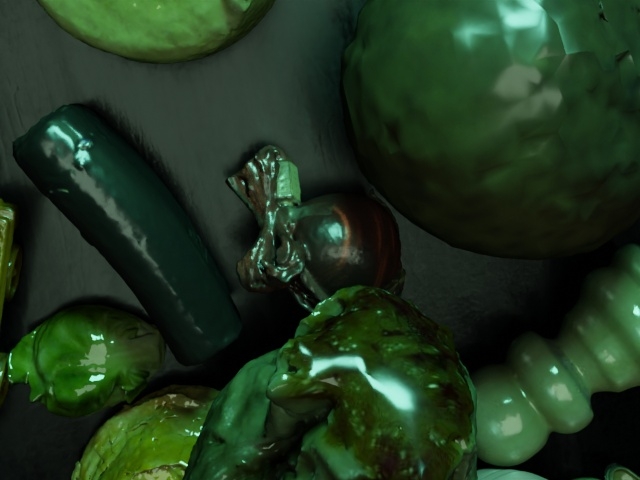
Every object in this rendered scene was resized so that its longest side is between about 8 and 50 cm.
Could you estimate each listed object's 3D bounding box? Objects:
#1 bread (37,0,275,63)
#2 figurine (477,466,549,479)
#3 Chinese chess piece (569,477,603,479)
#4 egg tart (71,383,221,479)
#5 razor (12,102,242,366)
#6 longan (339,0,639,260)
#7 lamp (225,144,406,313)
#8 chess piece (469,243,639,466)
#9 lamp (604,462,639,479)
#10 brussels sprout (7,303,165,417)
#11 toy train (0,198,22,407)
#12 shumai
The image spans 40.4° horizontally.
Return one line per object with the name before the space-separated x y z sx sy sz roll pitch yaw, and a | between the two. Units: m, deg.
bread | -0.176 -0.353 0.936 0.320 0.237 0.320 2 106 6
figurine | 0.284 0.451 1.109 0.253 0.211 0.361 -35 103 6
Chinese chess piece | 0.380 0.409 1.237 0.144 0.058 0.144 -1 100 -6
egg tart | -0.170 0.350 1.085 0.341 0.129 0.341 0 89 2
razor | -0.214 -0.012 1.013 0.107 0.189 0.327 -35 106 0
longan | 0.210 -0.173 0.939 0.391 0.391 0.391 -1 101 -8
lamp | 0.010 -0.005 1.058 0.151 0.215 0.223 -31 141 30
chess piece | 0.322 0.167 1.134 0.330 0.182 0.182 -35 103 5
lamp | 0.537 0.281 1.214 0.203 0.124 0.283 31 94 0
brussels sprout | -0.286 0.148 1.082 0.181 0.100 0.139 -12 89 -1
toy train | -0.443 0.093 0.977 0.163 0.231 0.369 10 100 -9
shumai | 0.025 0.222 0.893 0.324 0.397 0.323 15 142 -1
